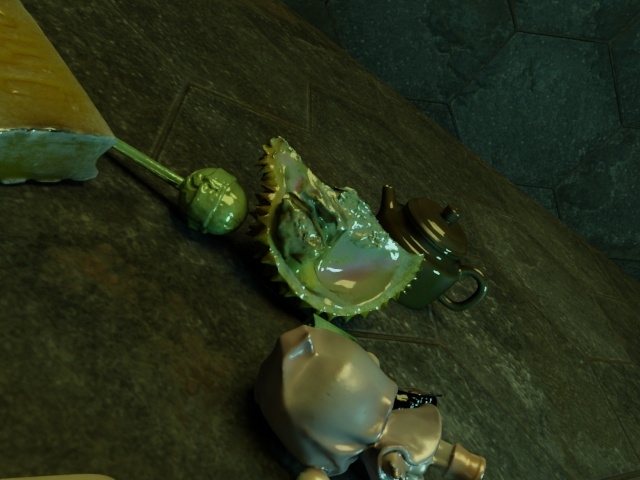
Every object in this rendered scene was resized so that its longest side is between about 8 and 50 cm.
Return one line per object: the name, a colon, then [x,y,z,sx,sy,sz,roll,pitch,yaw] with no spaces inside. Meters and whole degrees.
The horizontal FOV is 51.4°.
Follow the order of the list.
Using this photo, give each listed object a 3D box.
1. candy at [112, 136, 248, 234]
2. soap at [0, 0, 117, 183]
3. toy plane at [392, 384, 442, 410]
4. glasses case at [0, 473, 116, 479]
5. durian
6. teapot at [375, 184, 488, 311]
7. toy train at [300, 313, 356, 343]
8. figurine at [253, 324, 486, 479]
candy: [-0.246,-0.112,0.888,0.336,0.093,0.092,31,-17,-5]
soap: [-0.379,-0.190,0.773,0.274,0.089,0.174,51,30,18]
toy plane: [0.090,0.210,0.868,0.197,0.053,0.078,15,1,-39]
glasses case: [-0.235,0.196,0.331,0.337,0.076,0.144,15,11,-44]
durian: [0.000,0.000,0.928,0.306,0.167,0.172,47,25,-21]
teapot: [0.192,0.012,1.194,0.268,0.175,0.185,44,27,1]
toy train: [0.012,0.138,0.888,0.093,0.038,0.056,32,24,-21]
figurine: [0.047,0.200,0.724,0.276,0.133,0.200,38,46,-8]
